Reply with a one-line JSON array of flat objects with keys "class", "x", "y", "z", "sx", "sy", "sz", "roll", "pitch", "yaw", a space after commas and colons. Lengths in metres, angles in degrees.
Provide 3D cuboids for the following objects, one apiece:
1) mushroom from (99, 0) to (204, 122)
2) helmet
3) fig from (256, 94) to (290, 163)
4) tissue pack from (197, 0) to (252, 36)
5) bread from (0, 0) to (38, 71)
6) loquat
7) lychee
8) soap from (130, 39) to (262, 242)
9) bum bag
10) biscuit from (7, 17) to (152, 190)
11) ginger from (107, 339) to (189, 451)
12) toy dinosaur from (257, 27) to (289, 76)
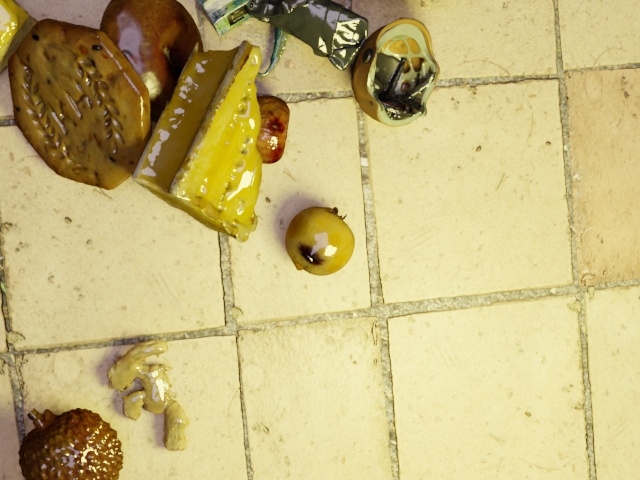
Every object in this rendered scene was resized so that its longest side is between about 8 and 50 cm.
[{"class": "mushroom", "x": -0.355, "y": -0.387, "z": 1.687, "sx": 0.254, "sy": 0.267, "sz": 0.267, "roll": 31, "pitch": 89, "yaw": 24}, {"class": "helmet", "x": 0.144, "y": -0.356, "z": 1.766, "sx": 0.198, "sy": 0.130, "sz": 0.224, "roll": 2, "pitch": 97, "yaw": -41}, {"class": "fig", "x": -0.162, "y": -0.241, "z": 1.734, "sx": 0.201, "sy": 0.146, "sz": 0.133, "roll": 10, "pitch": 133, "yaw": -15}, {"class": "tissue pack", "x": -0.192, "y": -0.502, "z": 1.738, "sx": 0.111, "sy": 0.079, "sz": 0.085, "roll": -32, "pitch": 67, "yaw": -4}, {"class": "bread", "x": -0.790, "y": -0.435, "z": 1.644, "sx": 0.333, "sy": 0.143, "sz": 0.323, "roll": -43, "pitch": 99, "yaw": -3}, {"class": "loquat", "x": 0.000, "y": 0.000, "z": 1.776, "sx": 0.163, "sy": 0.137, "sz": 0.163, "roll": -1, "pitch": 81, "yaw": 7}, {"class": "lychee", "x": -0.519, "y": 0.438, "z": 1.709, "sx": 0.200, "sy": 0.200, "sz": 0.238, "roll": -36, "pitch": 108, "yaw": -4}, {"class": "soap", "x": -0.188, "y": -0.201, "z": 1.690, "sx": 0.169, "sy": 0.304, "sz": 0.338, "roll": 21, "pitch": 81, "yaw": 25}, {"class": "bum bag", "x": -0.024, "y": -0.456, "z": 1.703, "sx": 0.248, "sy": 0.060, "sz": 0.123, "roll": 27, "pitch": 113, "yaw": -7}, {"class": "biscuit", "x": -0.481, "y": -0.262, "z": 1.640, "sx": 0.359, "sy": 0.046, "sz": 0.359, "roll": 14, "pitch": 121, "yaw": 24}, {"class": "ginger", "x": -0.369, "y": 0.345, "z": 1.789, "sx": 0.149, "sy": 0.065, "sz": 0.258, "roll": -15, "pitch": 101, "yaw": 6}, {"class": "toy dinosaur", "x": -0.046, "y": -0.518, "z": 1.771, "sx": 0.147, "sy": 0.076, "sz": 0.363, "roll": 14, "pitch": 92, "yaw": 17}]
